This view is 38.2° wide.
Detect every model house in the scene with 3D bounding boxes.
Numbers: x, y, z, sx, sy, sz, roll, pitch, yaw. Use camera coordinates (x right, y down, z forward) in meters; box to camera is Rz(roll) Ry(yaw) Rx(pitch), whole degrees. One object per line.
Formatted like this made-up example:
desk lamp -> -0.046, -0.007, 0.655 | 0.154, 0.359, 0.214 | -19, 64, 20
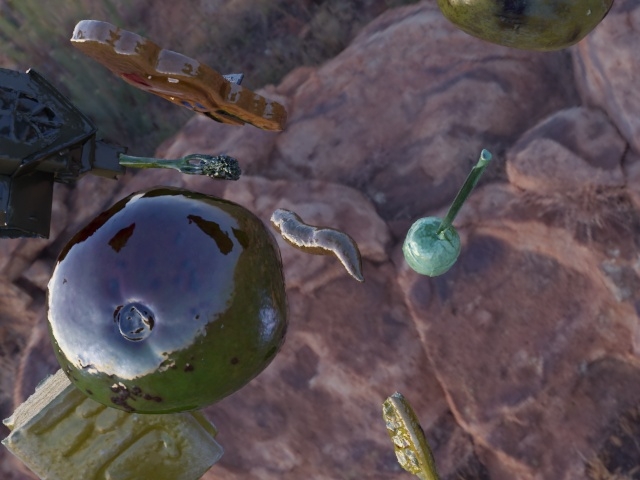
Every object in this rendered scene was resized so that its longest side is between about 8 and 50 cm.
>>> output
model house -> -0.383, -0.103, 1.244 | 0.211, 0.243, 0.205 | -21, 65, 56

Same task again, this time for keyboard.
keyboard -> -0.213, -0.316, 1.899 | 0.155, 0.010, 0.053 | 4, 65, 48

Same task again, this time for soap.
soap -> -0.400, 0.374, 1.792 | 0.293, 0.335, 0.156 | -40, 20, -5

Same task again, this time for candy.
candy -> 0.250, -0.049, 1.740 | 0.119, 0.440, 0.119 | 4, 66, -8

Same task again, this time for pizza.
pizza -> 0.120, 0.279, 1.289 | 0.035, 0.160, 0.099 | -26, 13, -19

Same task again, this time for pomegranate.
pomegranate -> -0.177, 0.083, 1.127 | 0.290, 0.323, 0.291 | 0, 77, -1

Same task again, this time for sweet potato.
sweet potato -> 0.000, 0.000, 1.706 | 0.067, 0.059, 0.281 | -43, 38, -20

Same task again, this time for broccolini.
broccolini -> -0.255, -0.136, 1.528 | 0.254, 0.071, 0.058 | 9, 38, 4

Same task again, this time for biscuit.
biscuit -> -0.200, -0.222, 1.311 | 0.202, 0.333, 0.047 | 15, 84, 44

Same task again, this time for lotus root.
lotus root -> 0.203, -0.298, 1.035 | 0.154, 0.278, 0.154 | -170, 90, -74
